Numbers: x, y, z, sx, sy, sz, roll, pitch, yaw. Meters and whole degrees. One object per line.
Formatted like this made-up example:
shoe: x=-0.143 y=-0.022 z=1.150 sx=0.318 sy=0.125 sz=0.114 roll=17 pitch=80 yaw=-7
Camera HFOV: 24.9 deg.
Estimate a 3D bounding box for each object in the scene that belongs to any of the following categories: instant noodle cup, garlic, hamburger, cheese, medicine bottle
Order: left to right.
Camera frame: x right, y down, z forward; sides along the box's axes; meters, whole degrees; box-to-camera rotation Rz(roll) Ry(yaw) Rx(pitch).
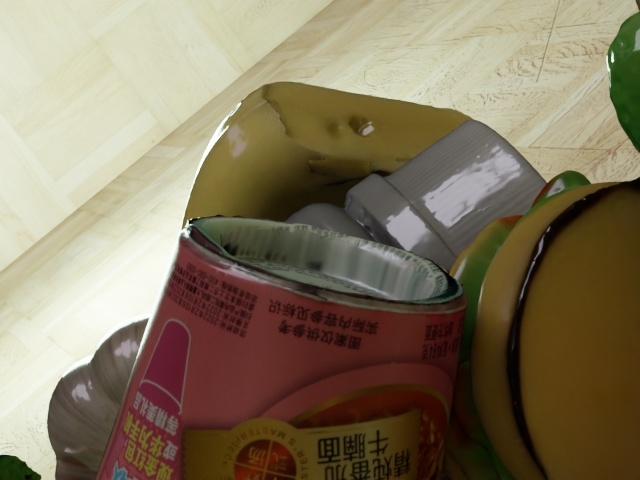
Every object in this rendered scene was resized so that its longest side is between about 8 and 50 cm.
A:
garlic: x=-0.126 y=0.180 z=1.390 sx=0.256 sy=0.207 sz=0.207 roll=-5 pitch=3 yaw=-25
instant noodle cup: x=-0.028 y=0.126 z=0.819 sx=0.244 sy=0.243 sz=0.255 roll=-121 pitch=43 yaw=-74
cheese: x=0.000 y=0.000 z=1.253 sx=0.128 sy=0.259 sz=0.316 roll=-97 pitch=23 yaw=-43
medicine bottle: x=0.049 y=0.080 z=1.063 sx=0.306 sy=0.245 sz=0.245 roll=-38 pitch=16 yaw=-2
hamburger: x=0.167 y=0.074 z=0.887 sx=0.237 sy=0.237 sz=0.149 roll=-44 pitch=12 yaw=-23

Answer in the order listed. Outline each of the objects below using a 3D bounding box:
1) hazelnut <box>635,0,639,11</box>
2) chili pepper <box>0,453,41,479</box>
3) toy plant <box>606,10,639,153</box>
hazelnut: x=0.412 y=-0.247 z=1.135 sx=0.372 sy=0.315 sz=0.372 roll=-7 pitch=32 yaw=4
chili pepper: x=-0.485 y=0.352 z=1.581 sx=0.384 sy=0.167 sz=0.213 roll=-19 pitch=36 yaw=15
toy plant: x=0.311 y=0.038 z=0.709 sx=0.211 sy=0.317 sz=0.356 roll=-57 pitch=28 yaw=7
